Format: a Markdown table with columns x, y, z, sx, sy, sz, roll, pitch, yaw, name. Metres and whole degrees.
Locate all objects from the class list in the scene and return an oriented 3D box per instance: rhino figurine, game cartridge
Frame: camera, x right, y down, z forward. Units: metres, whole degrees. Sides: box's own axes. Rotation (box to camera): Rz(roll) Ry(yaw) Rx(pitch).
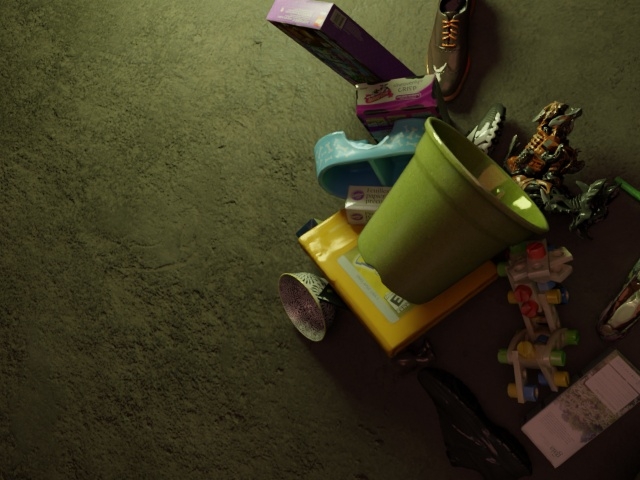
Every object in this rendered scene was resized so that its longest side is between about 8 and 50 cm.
| x | y | z | sx | sy | sz | roll | pitch | yaw | name |
| --- | --- | --- | --- | --- | --- | --- | --- | --- | --- |
| 0.149 | 0.182 | 1.233 | 0.106 | 0.073 | 0.243 | -34 | 67 | 10 | rhino figurine |
| 0.156 | 0.035 | 1.170 | 0.285 | 0.053 | 0.324 | -34 | 62 | -12 | game cartridge |

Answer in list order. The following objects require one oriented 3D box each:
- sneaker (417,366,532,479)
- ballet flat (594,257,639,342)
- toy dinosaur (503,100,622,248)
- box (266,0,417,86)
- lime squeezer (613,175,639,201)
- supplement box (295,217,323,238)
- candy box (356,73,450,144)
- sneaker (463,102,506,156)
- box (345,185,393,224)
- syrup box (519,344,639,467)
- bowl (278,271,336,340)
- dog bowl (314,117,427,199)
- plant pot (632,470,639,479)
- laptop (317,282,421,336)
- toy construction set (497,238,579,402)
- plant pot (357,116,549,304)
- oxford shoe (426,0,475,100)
| x | y | z | sx | sy | sz | roll | pitch | yaw | name |
| --- | --- | --- | --- | --- | --- | --- | --- | --- | --- |
| 0.289 | 0.388 | 1.151 | 0.130 | 0.109 | 0.286 | -47 | 70 | 17 | sneaker |
| 0.606 | 0.104 | 1.070 | 0.076 | 0.079 | 0.222 | 38 | 98 | 20 | ballet flat |
| 0.459 | -0.103 | 1.128 | 0.218 | 0.164 | 0.322 | 28 | 131 | 34 | toy dinosaur |
| 0.053 | -0.393 | 1.170 | 0.201 | 0.293 | 0.057 | 35 | 98 | 48 | box |
| 0.716 | -0.053 | 1.056 | 0.310 | 0.059 | 0.110 | 10 | 89 | 21 | lime squeezer |
| 0.000 | 0.000 | 1.296 | 0.056 | 0.083 | 0.083 | -42 | 73 | 12 | supplement box |
| 0.179 | -0.259 | 1.173 | 0.159 | 0.233 | 0.071 | -2 | 80 | 19 | candy box |
| 0.311 | -0.193 | 1.203 | 0.106 | 0.078 | 0.235 | 26 | 97 | 18 | sneaker |
| 0.215 | -0.066 | 1.158 | 0.323 | 0.067 | 0.063 | 4 | 59 | 10 | box |
| 0.504 | 0.316 | 1.079 | 0.237 | 0.096 | 0.093 | -45 | 72 | 11 | syrup box |
| -0.015 | 0.135 | 1.278 | 0.080 | 0.170 | 0.170 | -27 | 72 | -29 | bowl |
| 0.124 | -0.158 | 1.165 | 0.296 | 0.166 | 0.074 | -6 | 59 | 24 | dog bowl |
| 0.625 | 0.513 | 0.953 | 0.284 | 0.284 | 0.191 | 49 | 137 | 17 | plant pot |
| 0.156 | 0.041 | 1.208 | 0.234 | 0.264 | 0.137 | 18 | 128 | 21 | laptop |
| 0.397 | 0.122 | 1.052 | 0.151 | 0.215 | 0.328 | 9 | 129 | 33 | toy construction set |
| 0.210 | -0.032 | 1.005 | 0.276 | 0.276 | 0.254 | 50 | 117 | 17 | plant pot |
| 0.277 | -0.445 | 1.226 | 0.096 | 0.098 | 0.272 | 5 | 87 | 20 | oxford shoe |
